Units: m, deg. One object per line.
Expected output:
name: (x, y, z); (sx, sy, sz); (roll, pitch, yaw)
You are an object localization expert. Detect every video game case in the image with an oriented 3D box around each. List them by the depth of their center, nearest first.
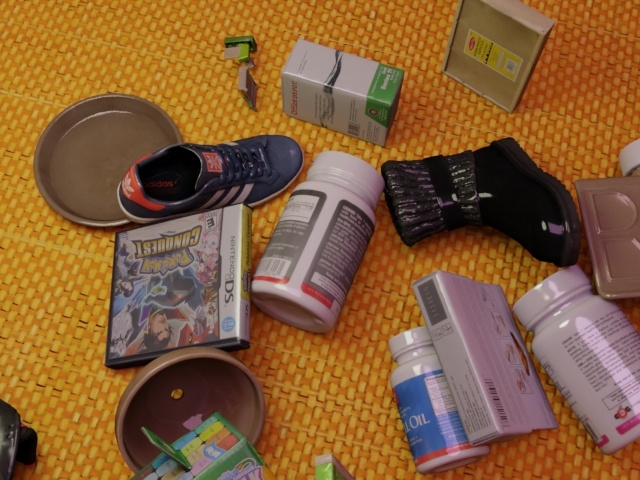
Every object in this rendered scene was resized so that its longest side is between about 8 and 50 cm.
video game case: (-0.240, 0.078, 1.532); (0.274, 0.035, 0.248); (-12, 65, 25)

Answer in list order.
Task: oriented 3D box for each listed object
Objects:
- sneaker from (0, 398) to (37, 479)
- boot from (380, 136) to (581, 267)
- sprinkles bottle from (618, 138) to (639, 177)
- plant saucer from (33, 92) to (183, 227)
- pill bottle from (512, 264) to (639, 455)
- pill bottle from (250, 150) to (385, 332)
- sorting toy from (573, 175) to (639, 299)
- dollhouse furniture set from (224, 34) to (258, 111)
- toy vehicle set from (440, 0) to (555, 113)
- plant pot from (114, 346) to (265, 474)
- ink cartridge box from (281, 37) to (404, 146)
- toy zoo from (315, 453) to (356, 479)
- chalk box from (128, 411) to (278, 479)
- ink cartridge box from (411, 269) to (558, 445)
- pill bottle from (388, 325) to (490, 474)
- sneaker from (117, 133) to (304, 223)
sneaker: (-0.566, 0.313, 1.444); (0.202, 0.185, 0.483); (-17, 71, -27)
boot: (0.263, -0.047, 1.555); (0.260, 0.131, 0.348); (-12, 33, -10)
sprinkles bottle: (0.626, -0.010, 1.593); (0.121, 0.121, 0.355); (-6, 68, -3)
plant saucer: (-0.390, -0.146, 1.684); (0.277, 0.041, 0.278); (0, 67, -1)
pill bottle: (0.450, 0.191, 1.488); (0.160, 0.160, 0.283); (-28, 71, -12)
pill bottle: (0.000, 0.000, 1.562); (0.161, 0.161, 0.283); (21, 69, 8)
sorting toy: (0.590, -0.011, 1.511); (0.307, 0.041, 0.229); (-4, 63, -4)
dollhouse furniture set: (-0.157, -0.325, 1.748); (0.058, 0.076, 0.152); (-5, 65, 11)
toy vehicle set: (0.315, -0.349, 1.653); (0.166, 0.267, 0.035); (34, 71, 11)
plant pot: (-0.216, 0.268, 1.452); (0.237, 0.110, 0.237); (-7, 109, -22)
ink cartridge box: (0.039, -0.273, 1.680); (0.208, 0.153, 0.087); (18, 68, 6)
toy zoo: (0.044, 0.482, 1.307); (0.030, 0.192, 0.293); (-17, 46, 17)
chalk box: (-0.156, 0.380, 1.330); (0.179, 0.180, 0.289); (-37, 105, -14)
ink cartridge box: (0.272, 0.192, 1.486); (0.060, 0.239, 0.275); (-30, 66, 27)
pill bottle: (0.184, 0.258, 1.478); (0.124, 0.124, 0.222); (-14, 67, -6)
sneaker: (-0.180, -0.123, 1.594); (0.350, 0.148, 0.131); (-20, 77, -20)
